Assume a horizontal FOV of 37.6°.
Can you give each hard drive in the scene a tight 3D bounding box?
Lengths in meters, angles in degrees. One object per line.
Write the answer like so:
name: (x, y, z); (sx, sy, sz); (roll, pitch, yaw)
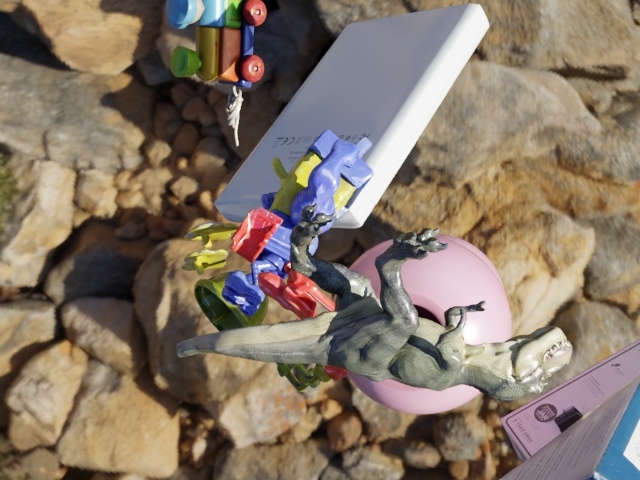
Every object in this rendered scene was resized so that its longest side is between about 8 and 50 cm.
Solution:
hard drive: (0.041, -0.161, 1.196); (0.233, 0.353, 0.047); (3, 141, 44)

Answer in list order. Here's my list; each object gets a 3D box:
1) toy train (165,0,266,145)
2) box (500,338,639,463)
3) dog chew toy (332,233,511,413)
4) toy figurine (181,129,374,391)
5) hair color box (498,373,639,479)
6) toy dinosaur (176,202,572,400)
toy train: (-0.173, -0.269, 1.469); (0.105, 0.143, 0.248); (14, 105, 42)
box: (0.377, 0.210, 1.077); (0.290, 0.169, 0.087); (-30, 123, -2)
dog chew toy: (0.136, 0.082, 1.150); (0.207, 0.332, 0.206); (3, 100, 16)
toy figurine: (0.000, 0.000, 0.949); (0.191, 0.362, 0.217); (34, 71, 2)
hair color box: (0.172, 0.276, 0.807); (0.105, 0.174, 0.347); (47, 125, 8)
toy dinosaur: (0.027, 0.043, 0.604); (0.268, 0.064, 0.118); (4, 115, 12)
